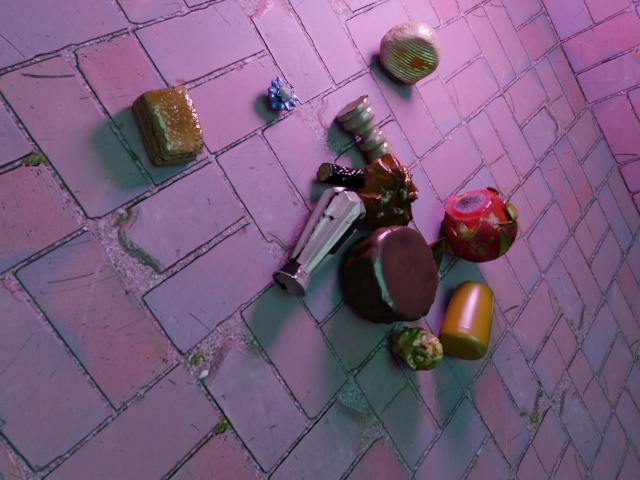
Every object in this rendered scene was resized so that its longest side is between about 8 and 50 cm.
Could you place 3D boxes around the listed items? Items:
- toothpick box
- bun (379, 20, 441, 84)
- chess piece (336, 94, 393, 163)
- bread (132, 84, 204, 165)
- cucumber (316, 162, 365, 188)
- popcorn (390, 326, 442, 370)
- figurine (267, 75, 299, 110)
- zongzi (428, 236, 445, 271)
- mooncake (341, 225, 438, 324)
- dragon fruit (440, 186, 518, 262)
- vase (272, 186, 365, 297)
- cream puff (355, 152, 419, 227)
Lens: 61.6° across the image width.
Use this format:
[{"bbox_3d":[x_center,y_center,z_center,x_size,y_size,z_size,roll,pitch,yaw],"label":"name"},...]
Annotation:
[{"bbox_3d":[0.542,0.282,1.964,0.175,0.175,0.272,41,54,-23],"label":"toothpick box"},{"bbox_3d":[0.334,-0.720,2.039,0.243,0.243,0.153,30,38,-29],"label":"bun"},{"bbox_3d":[0.172,-0.369,1.870,0.243,0.133,0.133,54,53,-19],"label":"chess piece"},{"bbox_3d":[-0.397,-0.301,1.420,0.138,0.102,0.197,-19,92,-37],"label":"bread"},{"bbox_3d":[0.113,-0.210,1.812,0.300,0.072,0.072,4,76,-40],"label":"cucumber"},{"bbox_3d":[0.319,0.358,1.785,0.173,0.173,0.143,21,84,-33],"label":"popcorn"},{"bbox_3d":[-0.125,-0.449,1.680,0.114,0.079,0.115,10,76,-42],"label":"figurine"},{"bbox_3d":[0.378,0.107,1.859,0.094,0.204,0.205,16,69,-15],"label":"zongzi"},{"bbox_3d":[0.224,0.114,1.747,0.323,0.187,0.324,12,71,-37],"label":"mooncake"},{"bbox_3d":[0.588,-0.077,2.009,0.189,0.290,0.291,55,50,-40],"label":"dragon fruit"},{"bbox_3d":[0.000,0.000,1.628,0.165,0.165,0.360,46,59,-20],"label":"vase"},{"bbox_3d":[0.222,-0.145,1.796,0.269,0.154,0.241,35,83,-40],"label":"cream puff"}]
